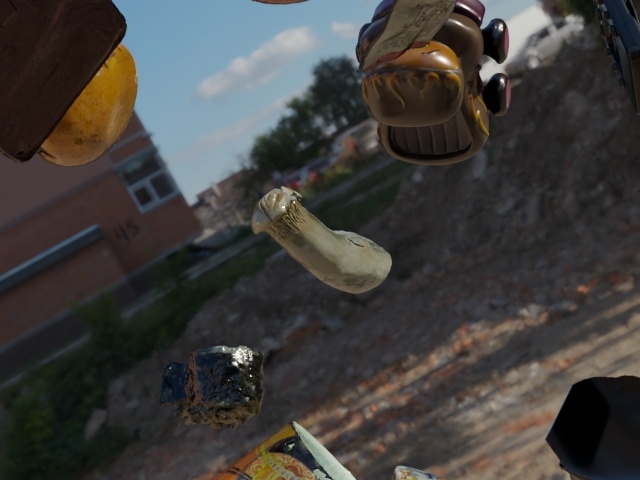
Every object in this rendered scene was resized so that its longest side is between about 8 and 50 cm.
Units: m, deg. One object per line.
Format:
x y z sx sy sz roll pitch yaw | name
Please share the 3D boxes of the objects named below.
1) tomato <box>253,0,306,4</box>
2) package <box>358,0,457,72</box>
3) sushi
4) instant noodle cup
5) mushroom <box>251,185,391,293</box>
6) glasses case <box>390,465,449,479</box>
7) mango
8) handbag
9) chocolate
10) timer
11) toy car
-0.038 -0.465 1.310 0.293 0.290 0.325 -37 42 44 | tomato
0.148 -0.327 1.432 0.166 0.040 0.232 -26 -15 -38 | package
-0.170 0.236 1.650 0.147 0.115 0.212 8 -18 -23 | sushi
-0.036 0.316 1.111 0.182 0.230 0.230 -44 4 -3 | instant noodle cup
-0.001 0.004 1.357 0.081 0.092 0.223 -21 -33 36 | mushroom
0.212 0.394 1.502 0.087 0.248 0.065 -40 -26 -78 | glasses case
-0.386 -0.228 1.706 0.160 0.191 0.290 15 36 11 | mango
-0.374 -0.251 1.300 0.260 0.084 0.275 -54 -19 -8 | handbag
0.445 0.334 1.534 0.206 0.177 0.224 16 42 24 | chocolate
0.461 -0.298 1.574 0.055 0.187 0.144 -18 -38 11 | timer
0.187 -0.259 1.833 0.271 0.341 0.240 2 44 17 | toy car
